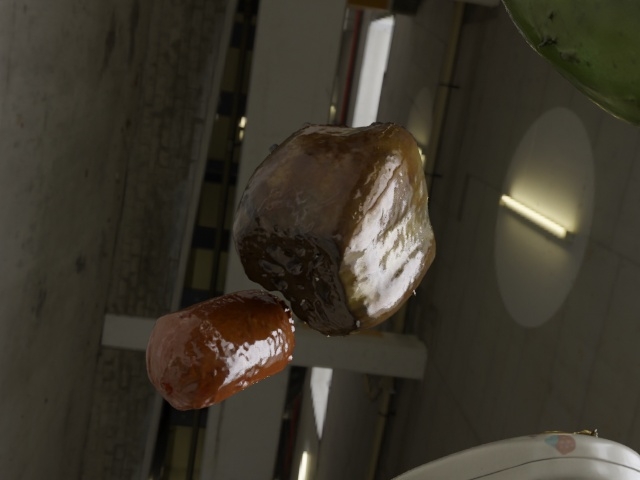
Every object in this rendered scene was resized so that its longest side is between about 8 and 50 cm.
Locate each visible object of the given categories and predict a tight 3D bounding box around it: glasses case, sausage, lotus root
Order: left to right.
[{"bbox_3d":[-0.146,0.156,1.027,0.268,0.153,0.141,-13,83,-59],"label":"sausage"},{"bbox_3d":[0.000,0.000,1.031,0.250,0.316,0.316,-52,159,-51],"label":"lotus root"},{"bbox_3d":[0.103,0.160,0.429,0.204,0.081,0.051,-40,-144,47],"label":"glasses case"}]

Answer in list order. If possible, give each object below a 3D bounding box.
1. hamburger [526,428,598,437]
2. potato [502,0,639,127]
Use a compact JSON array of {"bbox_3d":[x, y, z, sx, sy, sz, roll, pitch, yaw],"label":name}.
[{"bbox_3d":[0.207,0.352,0.749,0.330,0.208,0.162,80,0,-46],"label":"hamburger"},{"bbox_3d":[0.245,-0.202,0.505,0.216,0.215,0.304,104,-29,-44],"label":"potato"}]
